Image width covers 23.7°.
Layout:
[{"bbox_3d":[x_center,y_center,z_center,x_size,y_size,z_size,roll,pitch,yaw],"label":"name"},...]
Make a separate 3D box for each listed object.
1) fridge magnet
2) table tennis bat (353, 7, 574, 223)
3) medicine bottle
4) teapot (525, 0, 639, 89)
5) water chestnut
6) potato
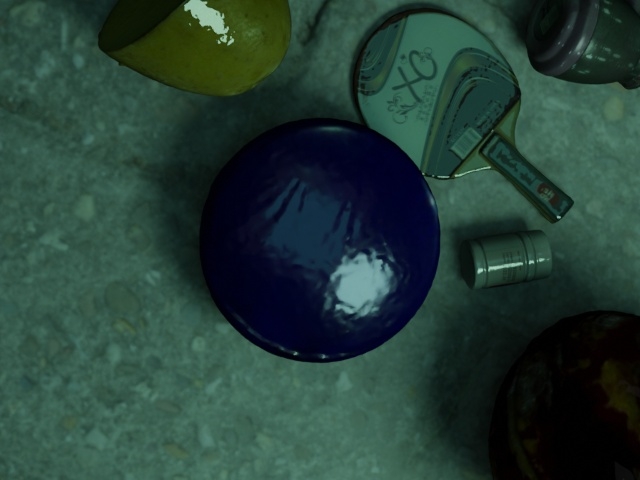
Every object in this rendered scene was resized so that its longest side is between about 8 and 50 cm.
[{"bbox_3d":[0.000,0.000,1.643,0.266,0.113,0.265,-1,94,-11],"label":"fridge magnet"},{"bbox_3d":[0.167,-0.129,1.717,0.301,0.022,0.173,43,85,-9],"label":"table tennis bat"},{"bbox_3d":[0.209,0.021,1.716,0.091,0.058,0.058,-9,96,-11],"label":"medicine bottle"},{"bbox_3d":[0.309,-0.234,1.710,0.146,0.148,0.116,18,126,-24],"label":"teapot"},{"bbox_3d":[0.328,0.248,1.664,0.335,0.347,0.335,13,53,-18],"label":"water chestnut"},{"bbox_3d":[-0.110,-0.225,1.589,0.158,0.178,0.203,47,59,-26],"label":"potato"}]
